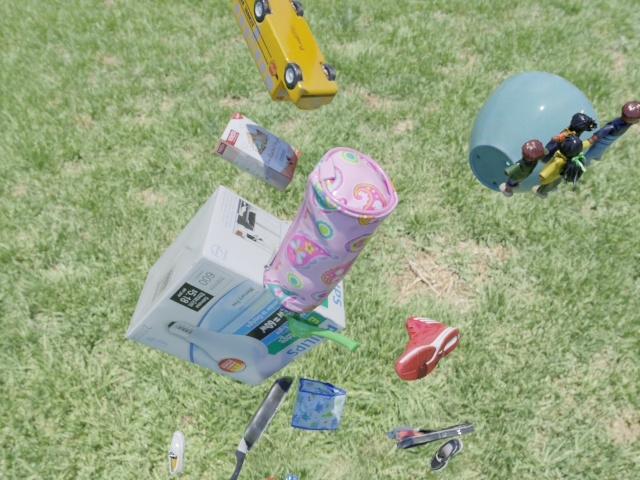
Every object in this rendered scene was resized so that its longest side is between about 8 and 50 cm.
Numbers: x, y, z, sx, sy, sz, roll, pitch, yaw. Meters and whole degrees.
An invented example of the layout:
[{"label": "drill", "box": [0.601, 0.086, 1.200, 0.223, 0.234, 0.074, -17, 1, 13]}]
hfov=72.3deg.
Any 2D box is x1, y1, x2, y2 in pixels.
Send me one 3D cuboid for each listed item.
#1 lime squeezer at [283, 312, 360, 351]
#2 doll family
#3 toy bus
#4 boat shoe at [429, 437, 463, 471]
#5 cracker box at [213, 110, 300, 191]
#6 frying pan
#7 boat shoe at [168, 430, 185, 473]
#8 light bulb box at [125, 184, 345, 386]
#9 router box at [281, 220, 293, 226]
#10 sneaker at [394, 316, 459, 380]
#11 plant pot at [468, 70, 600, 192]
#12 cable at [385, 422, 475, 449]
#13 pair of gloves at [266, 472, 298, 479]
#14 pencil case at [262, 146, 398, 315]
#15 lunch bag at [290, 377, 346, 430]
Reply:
[{"label": "lime squeezer", "box": [-0.032, 0.104, 0.799, 0.058, 0.110, 0.310, 7, 35, -29]}, {"label": "doll family", "box": [0.323, -0.118, 0.561, 0.193, 0.111, 0.076, -37, 66, -13]}, {"label": "toy bus", "box": [-0.086, -0.436, 0.990, 0.108, 0.130, 0.333, -15, 75, -35]}, {"label": "boat shoe", "box": [0.354, 0.614, 1.255, 0.125, 0.038, 0.046, -47, 42, 16]}, {"label": "cracker box", "box": [-0.183, -0.264, 1.299, 0.232, 0.067, 0.156, 28, 42, -17]}, {"label": "frying pan", "box": [-0.159, 0.459, 1.047, 0.053, 0.197, 0.326, 33, 89, 4]}, {"label": "boat shoe", "box": [-0.373, 0.544, 1.125, 0.035, 0.035, 0.100, -6, 75, 20]}, {"label": "light bulb box", "box": [-0.188, 0.128, 1.032, 0.360, 0.358, 0.225, 31, 37, -26]}, {"label": "router box", "box": [-0.286, 0.024, 1.772, 0.301, 0.082, 0.335, 5, 32, 42]}, {"label": "sneaker", "box": [0.242, 0.271, 1.123, 0.221, 0.087, 0.128, -18, 24, -33]}, {"label": "plant pot", "box": [0.478, -0.228, 1.066, 0.195, 0.290, 0.290, -39, 55, -18]}, {"label": "cable", "box": [0.358, 0.624, 1.432, 0.286, 0.139, 0.072, -18, 66, 6]}, {"label": "pair of gloves", "box": [-0.078, 0.672, 1.097, 0.023, 0.198, 0.160, -7, 68, -38]}, {"label": "pencil case", "box": [0.000, 0.000, 0.647, 0.124, 0.284, 0.124, 13, 52, -17]}, {"label": "lunch bag", "box": [-0.006, 0.505, 1.339, 0.151, 0.129, 0.096, 12, 11, -2]}]
